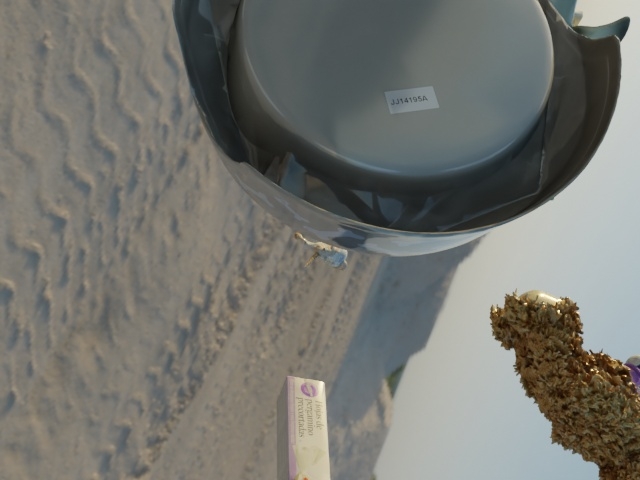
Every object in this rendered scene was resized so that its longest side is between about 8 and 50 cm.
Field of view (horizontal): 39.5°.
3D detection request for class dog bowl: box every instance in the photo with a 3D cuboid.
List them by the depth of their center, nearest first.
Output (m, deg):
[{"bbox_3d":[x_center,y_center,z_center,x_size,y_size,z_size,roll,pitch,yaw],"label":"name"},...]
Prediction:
[{"bbox_3d":[0.056,-0.145,0.718,0.102,0.348,0.349,107,8,-66],"label":"dog bowl"}]

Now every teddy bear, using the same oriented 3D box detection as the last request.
[{"bbox_3d":[0.313,0.203,1.069,0.113,0.338,0.245,-33,-176,-17],"label":"teddy bear"}]

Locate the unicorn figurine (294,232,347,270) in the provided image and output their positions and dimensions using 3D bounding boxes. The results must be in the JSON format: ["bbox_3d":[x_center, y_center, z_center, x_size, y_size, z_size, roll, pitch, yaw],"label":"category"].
[{"bbox_3d":[0.000,0.000,1.215,0.060,0.111,0.162,-50,149,7],"label":"unicorn figurine"}]

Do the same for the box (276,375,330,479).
[{"bbox_3d":[-0.024,0.333,1.235,0.324,0.063,0.067,-94,-159,-50],"label":"box"}]

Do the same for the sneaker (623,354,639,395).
[{"bbox_3d":[0.629,0.336,1.702,0.104,0.236,0.095,-21,145,-16],"label":"sneaker"}]

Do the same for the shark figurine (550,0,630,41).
[{"bbox_3d":[0.233,-0.240,0.852,0.278,0.166,0.116,-63,-160,20],"label":"shark figurine"}]

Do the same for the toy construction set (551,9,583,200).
[{"bbox_3d":[0.302,-0.186,1.331,0.215,0.151,0.328,73,35,-60],"label":"toy construction set"}]
